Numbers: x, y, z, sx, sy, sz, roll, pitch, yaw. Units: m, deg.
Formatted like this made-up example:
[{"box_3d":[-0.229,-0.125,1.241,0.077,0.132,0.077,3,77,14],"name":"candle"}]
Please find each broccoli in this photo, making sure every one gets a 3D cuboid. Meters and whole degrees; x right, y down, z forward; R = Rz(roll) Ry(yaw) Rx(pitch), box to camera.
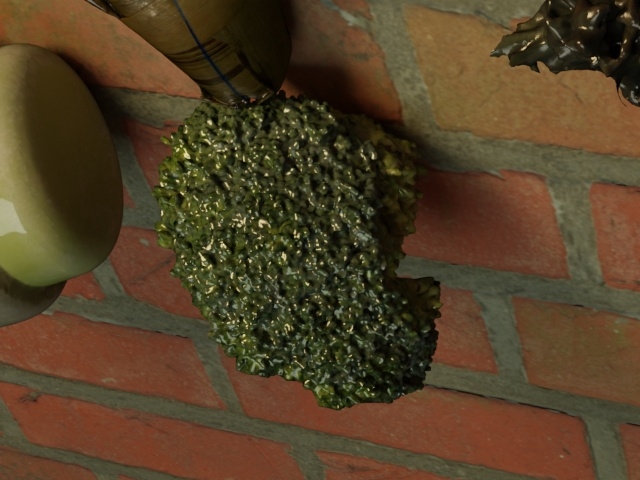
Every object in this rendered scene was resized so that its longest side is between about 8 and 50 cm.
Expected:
[{"box_3d":[0.008,-0.008,1.945,0.375,0.302,0.249,50,124,2],"name":"broccoli"}]

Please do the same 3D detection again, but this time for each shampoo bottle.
[{"box_3d":[-0.402,-0.056,2.051,0.317,0.322,0.322,-16,136,16],"name":"shampoo bottle"}]

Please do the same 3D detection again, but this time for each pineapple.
[{"box_3d":[0.324,-0.159,1.552,0.357,0.223,0.223,15,149,30],"name":"pineapple"}]

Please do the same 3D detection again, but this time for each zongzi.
[{"box_3d":[-0.058,-0.246,1.747,0.289,0.123,0.260,-14,138,38],"name":"zongzi"}]
